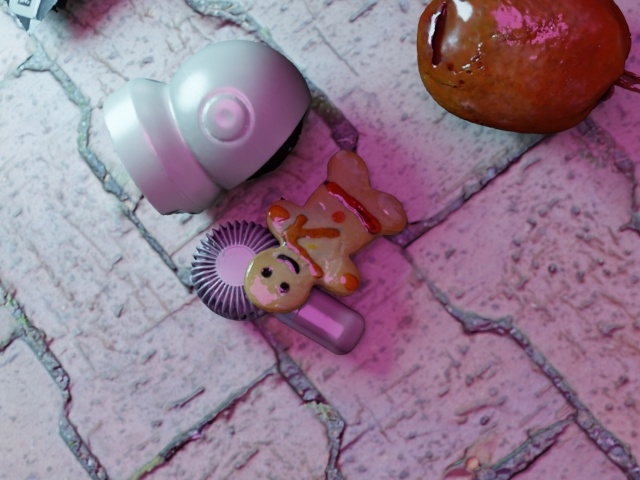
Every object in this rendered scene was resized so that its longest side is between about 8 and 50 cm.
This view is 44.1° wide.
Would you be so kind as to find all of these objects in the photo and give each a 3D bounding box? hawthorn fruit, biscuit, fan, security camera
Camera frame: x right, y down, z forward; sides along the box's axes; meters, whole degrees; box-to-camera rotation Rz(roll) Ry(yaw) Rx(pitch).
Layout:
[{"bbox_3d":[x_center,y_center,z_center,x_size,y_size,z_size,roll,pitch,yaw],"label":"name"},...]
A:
[{"bbox_3d":[0.263,-0.215,0.920,0.299,0.211,0.211,27,90,14],"label":"hawthorn fruit"},{"bbox_3d":[0.000,0.000,0.998,0.234,0.030,0.153,-41,81,-17],"label":"biscuit"},{"bbox_3d":[-0.056,0.068,1.025,0.244,0.074,0.130,31,80,7],"label":"fan"},{"bbox_3d":[-0.126,-0.153,0.997,0.236,0.194,0.194,-27,80,7],"label":"security camera"}]

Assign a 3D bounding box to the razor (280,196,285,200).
[{"bbox_3d":[0.002,0.001,1.038,0.028,0.044,0.154,-39,80,-22],"label":"razor"}]

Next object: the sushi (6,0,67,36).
[{"bbox_3d":[-0.377,-0.476,1.138,0.294,0.059,0.292,-46,65,17],"label":"sushi"}]
